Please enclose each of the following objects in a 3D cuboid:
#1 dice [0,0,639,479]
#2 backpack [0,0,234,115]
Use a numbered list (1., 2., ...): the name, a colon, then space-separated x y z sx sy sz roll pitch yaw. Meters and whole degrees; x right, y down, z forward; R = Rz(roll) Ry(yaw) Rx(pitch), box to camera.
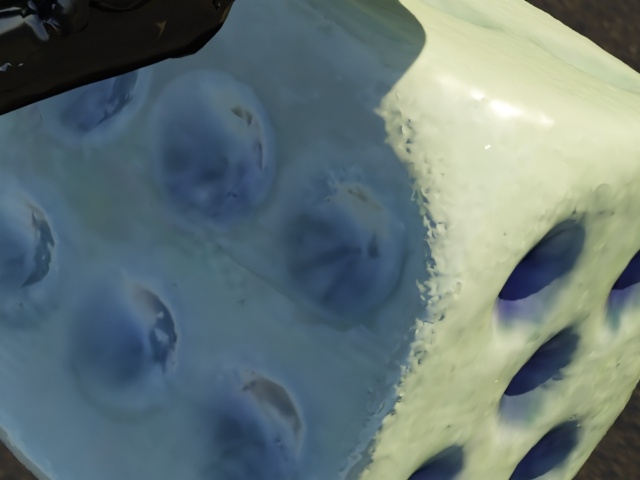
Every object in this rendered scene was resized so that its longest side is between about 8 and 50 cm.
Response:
1. dice: 0.000 0.000 0.927 0.268 0.262 0.264 36 109 28
2. backpack: -0.089 -0.113 0.435 0.206 0.258 0.133 -19 61 -24
